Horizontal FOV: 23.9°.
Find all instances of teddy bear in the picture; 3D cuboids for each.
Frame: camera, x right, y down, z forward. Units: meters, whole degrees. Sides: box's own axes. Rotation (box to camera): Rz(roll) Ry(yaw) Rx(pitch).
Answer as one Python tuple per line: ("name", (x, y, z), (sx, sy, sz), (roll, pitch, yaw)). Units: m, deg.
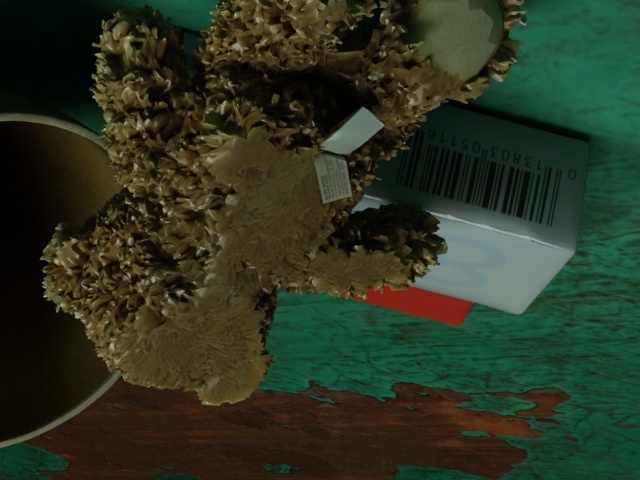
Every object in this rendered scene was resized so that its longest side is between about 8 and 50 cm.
("teddy bear", (-0.029, -0.058, 0.893), (0.245, 0.113, 0.338), (5, 127, -17))

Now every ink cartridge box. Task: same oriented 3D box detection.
("ink cartridge box", (0.000, 0.000, 1.149), (0.308, 0.091, 0.385), (14, 156, -3))

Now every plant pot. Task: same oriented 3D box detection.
("plant pot", (-0.264, -0.020, 1.041), (0.237, 0.237, 0.254), (33, -175, -39))
